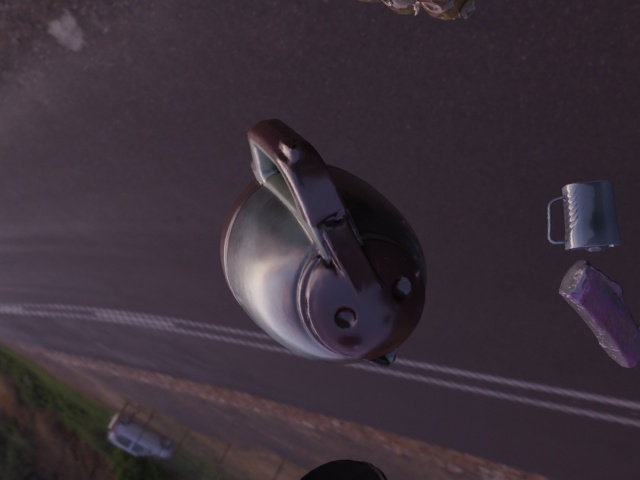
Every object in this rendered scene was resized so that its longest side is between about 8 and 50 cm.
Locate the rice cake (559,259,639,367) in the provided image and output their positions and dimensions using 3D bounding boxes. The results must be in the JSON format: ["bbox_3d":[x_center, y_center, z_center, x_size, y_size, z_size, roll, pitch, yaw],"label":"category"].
[{"bbox_3d":[0.290,0.077,0.886,0.036,0.047,0.206,15,162,40],"label":"rice cake"}]

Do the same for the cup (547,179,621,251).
[{"bbox_3d":[0.489,-0.041,1.629,0.128,0.130,0.095,-5,175,7],"label":"cup"}]

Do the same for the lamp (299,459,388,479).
[{"bbox_3d":[0.004,0.392,0.976,0.108,0.130,0.371,14,132,10],"label":"lamp"}]

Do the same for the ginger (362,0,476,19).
[{"bbox_3d":[0.116,-0.350,1.169,0.204,0.080,0.104,26,180,45],"label":"ginger"}]

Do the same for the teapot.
[{"bbox_3d":[0.000,0.000,1.040,0.315,0.233,0.312,64,170,-17],"label":"teapot"}]
